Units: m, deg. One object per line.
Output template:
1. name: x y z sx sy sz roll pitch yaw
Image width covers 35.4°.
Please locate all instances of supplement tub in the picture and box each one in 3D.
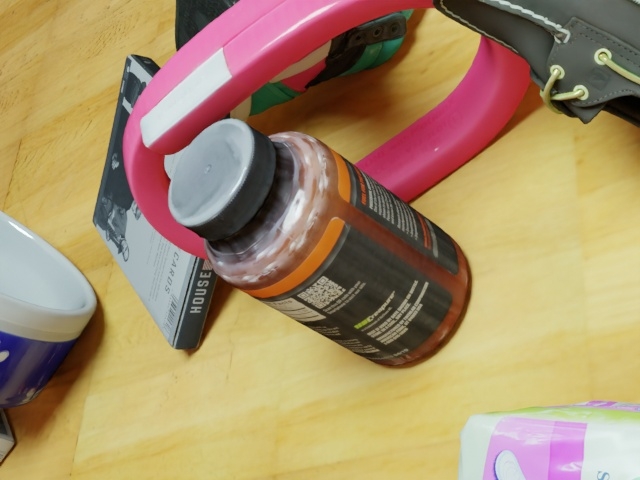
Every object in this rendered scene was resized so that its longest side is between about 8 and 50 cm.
1. supplement tub: 0.000 0.000 0.632 0.106 0.198 0.106 -25 49 33

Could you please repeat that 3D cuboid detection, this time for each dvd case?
1. dvd case: -0.141 -0.042 0.883 0.238 0.029 0.179 45 124 49

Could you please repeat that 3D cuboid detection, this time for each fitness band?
1. fitness band: 0.002 -0.082 0.670 0.291 0.209 0.054 -33 54 21

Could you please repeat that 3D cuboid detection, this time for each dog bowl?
1. dog bowl: -0.343 0.035 0.911 0.104 0.265 0.265 -57 39 6

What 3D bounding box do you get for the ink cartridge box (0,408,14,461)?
1. ink cartridge box: -0.410 0.216 1.035 0.206 0.045 0.208 -52 41 8

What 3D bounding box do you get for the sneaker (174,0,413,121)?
1. sneaker: -0.005 -0.187 0.751 0.178 0.124 0.295 -30 -4 -16

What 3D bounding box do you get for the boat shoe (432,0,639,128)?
1. boat shoe: 0.160 -0.093 0.537 0.081 0.227 0.069 48 -115 -86

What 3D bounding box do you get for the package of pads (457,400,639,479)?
1. package of pads: 0.183 0.179 0.375 0.296 0.101 0.229 -3 77 44
